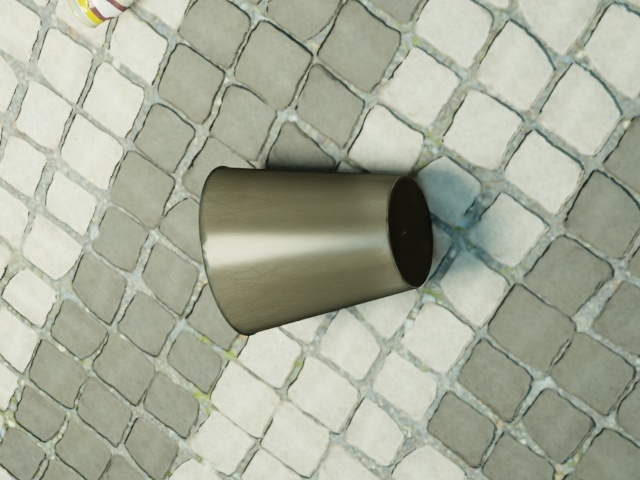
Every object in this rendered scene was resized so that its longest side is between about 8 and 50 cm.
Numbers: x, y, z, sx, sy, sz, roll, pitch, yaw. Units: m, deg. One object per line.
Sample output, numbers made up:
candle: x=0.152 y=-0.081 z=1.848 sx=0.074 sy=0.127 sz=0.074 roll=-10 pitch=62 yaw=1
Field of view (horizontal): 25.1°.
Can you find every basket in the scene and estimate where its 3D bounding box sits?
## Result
basket: x=0.000 y=0.000 z=1.634 sx=0.227 sy=0.154 sz=0.204 roll=-7 pitch=103 yaw=27

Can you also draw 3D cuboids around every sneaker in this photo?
sneaker: x=-0.281 y=-0.349 z=1.702 sx=0.084 sy=0.069 sz=0.185 roll=-26 pitch=96 yaw=17
